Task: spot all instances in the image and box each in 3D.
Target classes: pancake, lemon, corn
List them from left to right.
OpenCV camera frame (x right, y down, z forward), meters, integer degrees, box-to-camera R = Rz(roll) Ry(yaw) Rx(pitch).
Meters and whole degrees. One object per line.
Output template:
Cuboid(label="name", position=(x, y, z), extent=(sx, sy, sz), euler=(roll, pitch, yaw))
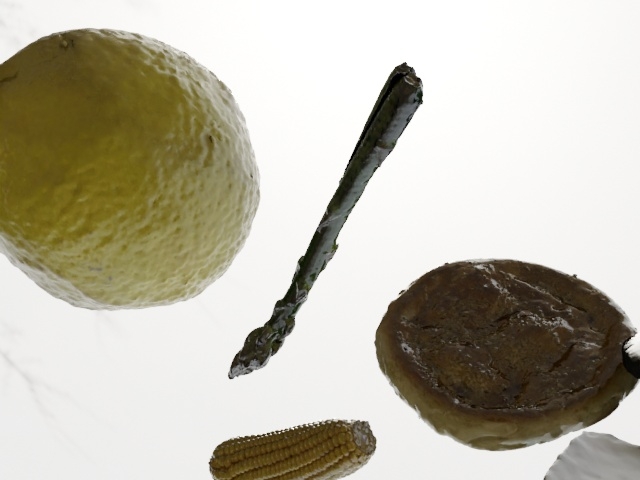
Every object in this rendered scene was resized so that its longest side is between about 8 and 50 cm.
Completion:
Cuboid(label="lemon", position=(-0.204, -0.066, 1.667), extent=(0.268, 0.322, 0.268), euler=(-19, -114, 50))
Cuboid(label="corn", position=(-0.015, 0.115, 0.922), extent=(0.092, 0.037, 0.037), euler=(-18, -136, 25))
Cuboid(label="pancake", position=(0.109, 0.060, 1.006), extent=(0.158, 0.028, 0.158), euler=(-3, -141, 2))

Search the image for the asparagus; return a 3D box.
Cuboid(label="asparagus", position=(0.000, 0.000, 0.880), extent=(0.022, 0.023, 0.233), euler=(-50, 172, -50))

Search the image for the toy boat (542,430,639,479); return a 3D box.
Cuboid(label="toy boat", position=(0.166, 0.145, 0.700), extent=(0.188, 0.116, 0.061), euler=(23, -74, 15))

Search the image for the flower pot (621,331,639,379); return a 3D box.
Cuboid(label="flower pot", position=(0.292, 0.132, 0.925), extent=(0.269, 0.269, 0.166), euler=(8, -80, 39))
